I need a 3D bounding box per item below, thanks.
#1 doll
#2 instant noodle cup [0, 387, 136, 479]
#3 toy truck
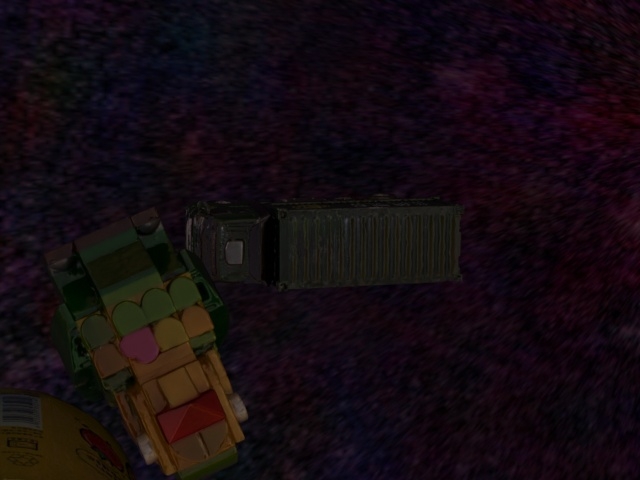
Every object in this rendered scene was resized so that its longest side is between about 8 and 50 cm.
[{"bbox_3d":[-0.107,0.068,1.056,0.106,0.134,0.186,-23,63,-14],"label":"doll"},{"bbox_3d":[-0.154,0.162,0.813,0.182,0.144,0.182,-3,111,-7],"label":"instant noodle cup"},{"bbox_3d":[0.000,0.000,1.662,0.259,0.121,0.088,-2,99,-16],"label":"toy truck"}]
